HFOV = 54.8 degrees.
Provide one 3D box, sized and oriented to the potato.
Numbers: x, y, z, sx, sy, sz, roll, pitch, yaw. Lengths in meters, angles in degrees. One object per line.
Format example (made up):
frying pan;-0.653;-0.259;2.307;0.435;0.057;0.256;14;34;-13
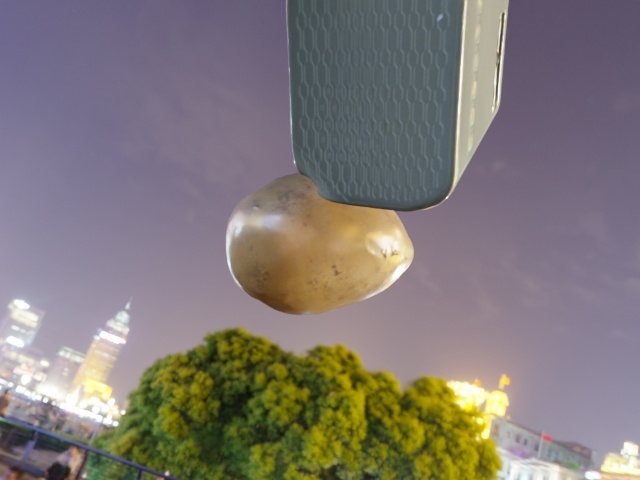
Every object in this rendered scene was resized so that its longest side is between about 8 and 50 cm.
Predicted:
potato;-0.002;0.000;0.477;0.147;0.111;0.112;0;-10;-31

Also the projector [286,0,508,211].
projector;0.059;-0.170;0.394;0.108;0.198;0.250;8;-62;21
